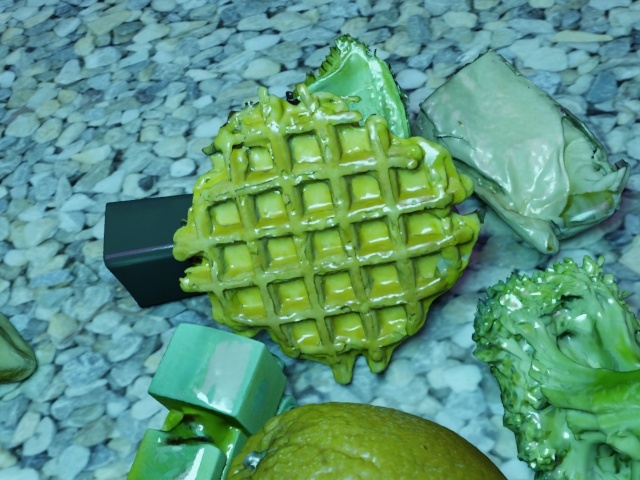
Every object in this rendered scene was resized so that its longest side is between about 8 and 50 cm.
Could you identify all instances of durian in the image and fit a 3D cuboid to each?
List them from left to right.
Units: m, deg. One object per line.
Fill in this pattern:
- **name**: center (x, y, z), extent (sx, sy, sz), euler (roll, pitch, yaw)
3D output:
- **durian**: center (0.025, -0.088, 1.000), extent (0.163, 0.394, 0.198), euler (-8, 18, -39)

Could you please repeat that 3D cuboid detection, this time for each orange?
- **orange**: center (0.059, 0.334, 0.758), extent (0.357, 0.322, 0.322), euler (38, 72, -4)

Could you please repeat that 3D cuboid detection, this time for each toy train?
- **toy train**: center (-0.150, 0.298, 0.867), extent (0.160, 0.253, 0.397), euler (12, 64, 18)

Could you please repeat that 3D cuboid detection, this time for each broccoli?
- **broccoli**: center (0.324, 0.148, 0.783), extent (0.353, 0.397, 0.275), euler (28, 69, 31)

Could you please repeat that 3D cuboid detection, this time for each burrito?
- **burrito**: center (0.296, -0.119, 1.072), extent (0.190, 0.135, 0.332), euler (-34, 62, -8)

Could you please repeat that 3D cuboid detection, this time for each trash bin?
- **trash bin**: center (-0.191, 0.006, 1.082), extent (0.226, 0.165, 0.115), euler (-10, 59, 2)

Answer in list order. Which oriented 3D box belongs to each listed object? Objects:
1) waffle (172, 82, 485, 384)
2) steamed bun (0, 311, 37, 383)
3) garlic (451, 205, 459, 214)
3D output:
- **waffle**: center (0.000, 0.000, 0.934), extent (0.380, 0.382, 0.095), euler (27, 23, -6)
- **steamed bun**: center (-0.543, 0.180, 1.070), extent (0.172, 0.141, 0.155), euler (40, 80, 22)
- **garlic**: center (0.139, -0.067, 1.068), extent (0.102, 0.147, 0.159), euler (-11, 75, -18)
